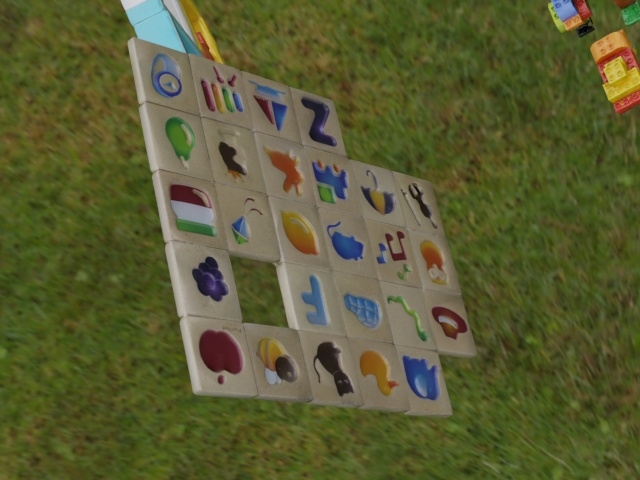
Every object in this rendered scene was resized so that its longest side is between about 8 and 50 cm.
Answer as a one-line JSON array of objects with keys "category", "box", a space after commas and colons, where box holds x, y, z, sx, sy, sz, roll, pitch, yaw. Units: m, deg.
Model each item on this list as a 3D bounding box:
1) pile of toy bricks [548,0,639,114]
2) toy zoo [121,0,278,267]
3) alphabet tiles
[{"category": "pile of toy bricks", "box": [0.234, -0.223, 1.215, 0.118, 0.105, 0.212, -30, 62, 24]}, {"category": "toy zoo", "box": [-0.099, -0.132, 1.124, 0.030, 0.192, 0.293, -27, 68, 6]}, {"category": "alphabet tiles", "box": [0.000, 0.000, 0.814, 0.009, 0.237, 0.198, -30, 62, 35]}]
